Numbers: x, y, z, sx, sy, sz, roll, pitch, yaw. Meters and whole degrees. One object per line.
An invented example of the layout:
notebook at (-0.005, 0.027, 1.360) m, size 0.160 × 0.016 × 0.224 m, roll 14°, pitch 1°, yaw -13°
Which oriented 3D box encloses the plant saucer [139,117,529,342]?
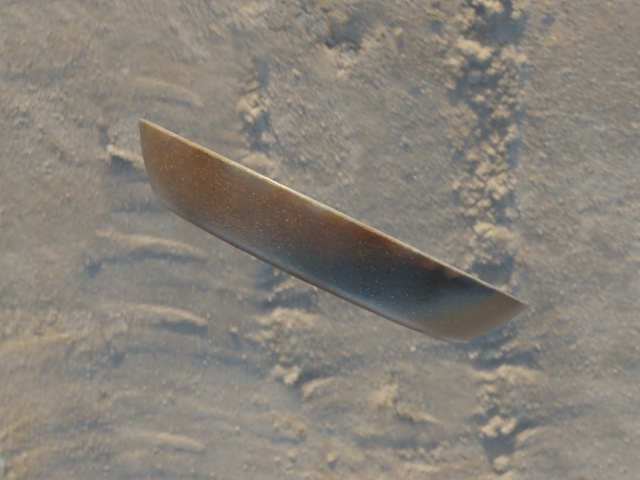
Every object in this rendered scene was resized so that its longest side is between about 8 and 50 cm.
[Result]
plant saucer at (0.000, 0.000, 0.411) m, size 0.168 × 0.168 × 0.029 m, roll 26°, pitch 92°, yaw -22°
